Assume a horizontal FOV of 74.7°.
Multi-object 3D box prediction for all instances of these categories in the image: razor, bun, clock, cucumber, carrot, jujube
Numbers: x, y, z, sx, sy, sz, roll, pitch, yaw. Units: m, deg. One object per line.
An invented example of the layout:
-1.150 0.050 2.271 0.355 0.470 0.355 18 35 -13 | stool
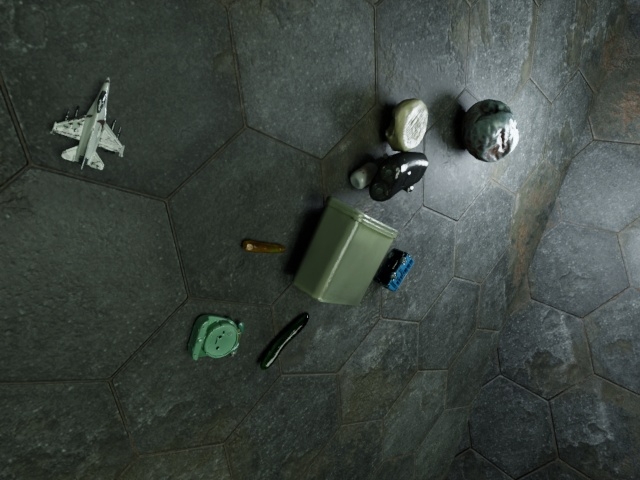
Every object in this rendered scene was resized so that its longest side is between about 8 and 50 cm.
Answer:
0.309 -0.261 1.653 0.326 0.107 0.189 -25 147 -53 | razor
0.333 -0.458 1.662 0.210 0.116 0.237 -60 147 -3 | bun
-0.346 0.330 1.428 0.188 0.060 0.148 10 100 -40 | clock
-0.138 0.386 1.633 0.284 0.056 0.056 -48 130 -22 | cucumber
-0.193 0.023 1.457 0.170 0.042 0.042 5 103 -43 | carrot
0.786 -0.502 1.951 0.246 0.215 0.308 -21 142 10 | jujube

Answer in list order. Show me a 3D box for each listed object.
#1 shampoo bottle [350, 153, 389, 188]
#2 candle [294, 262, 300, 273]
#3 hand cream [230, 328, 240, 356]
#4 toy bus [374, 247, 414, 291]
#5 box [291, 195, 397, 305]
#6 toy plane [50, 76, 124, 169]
0.202 -0.275 1.651 0.192 0.074 0.074 -36 126 -26 | shampoo bottle
0.000 0.000 1.601 0.048 0.051 0.329 33 82 -7 | candle
-0.307 0.367 1.506 0.035 0.022 0.102 11 95 -34 | hand cream
0.338 0.140 1.913 0.185 0.090 0.106 -55 134 -10 | toy bus
0.095 0.054 1.572 0.352 0.177 0.344 19 98 -57 | box
-0.554 -0.279 1.023 0.160 0.082 0.234 17 81 -32 | toy plane
